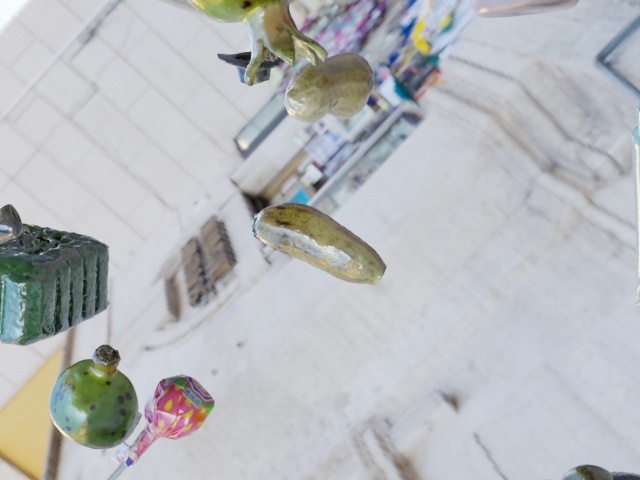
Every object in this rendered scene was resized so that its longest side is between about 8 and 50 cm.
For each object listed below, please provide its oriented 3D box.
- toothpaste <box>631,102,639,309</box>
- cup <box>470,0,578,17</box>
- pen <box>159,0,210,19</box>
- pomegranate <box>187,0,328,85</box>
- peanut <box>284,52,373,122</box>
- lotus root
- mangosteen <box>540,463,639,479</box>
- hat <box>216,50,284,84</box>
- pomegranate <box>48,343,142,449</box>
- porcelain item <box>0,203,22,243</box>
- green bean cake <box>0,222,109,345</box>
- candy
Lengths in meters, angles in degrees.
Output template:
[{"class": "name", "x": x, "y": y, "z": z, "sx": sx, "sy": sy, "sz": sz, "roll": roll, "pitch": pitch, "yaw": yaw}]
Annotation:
[{"class": "toothpaste", "x": 0.385, "y": -0.031, "z": 1.137, "sx": 0.048, "sy": 0.074, "sz": 0.297, "roll": -80, "pitch": -23, "yaw": -48}, {"class": "cup", "x": 0.300, "y": -0.460, "z": 1.600, "sx": 0.191, "sy": 0.201, "sz": 0.253, "roll": -10, "pitch": -169, "yaw": -30}, {"class": "pen", "x": -0.205, "y": -0.374, "z": 1.592, "sx": 0.026, "sy": 0.026, "sz": 0.218, "roll": 45, "pitch": -163, "yaw": 17}, {"class": "pomegranate", "x": -0.068, "y": -0.269, "z": 1.024, "sx": 0.220, "sy": 0.156, "sz": 0.156, "roll": 66, "pitch": -168, "yaw": 20}, {"class": "peanut", "x": 0.017, "y": -0.272, "z": 1.822, "sx": 0.110, "sy": 0.120, "sz": 0.236, "roll": 8, "pitch": -154, "yaw": 31}, {"class": "lotus root", "x": 0.000, "y": 0.000, "z": 1.784, "sx": 0.258, "sy": 0.097, "sz": 0.110, "roll": 25, "pitch": -156, "yaw": 8}, {"class": "mangosteen", "x": 0.444, "y": 0.498, "z": 1.547, "sx": 0.300, "sy": 0.300, "sz": 0.300, "roll": 43, "pitch": -175, "yaw": -4}, {"class": "hat", "x": -0.103, "y": -0.273, "z": 1.577, "sx": 0.121, "sy": 0.121, "sz": 0.050, "roll": -128, "pitch": 29, "yaw": -61}, {"class": "pomegranate", "x": -0.350, "y": 0.251, "z": 1.549, "sx": 0.143, "sy": 0.122, "sz": 0.169, "roll": 29, "pitch": 136, "yaw": 13}, {"class": "porcelain item", "x": -0.383, "y": 0.019, "z": 0.981, "sx": 0.069, "sy": 0.215, "sz": 0.081, "roll": 35, "pitch": -150, "yaw": -63}, {"class": "green bean cake", "x": -0.584, "y": 0.070, "z": 1.882, "sx": 0.300, "sy": 0.169, "sz": 0.308, "roll": 9, "pitch": -166, "yaw": 14}, {"class": "candy", "x": -0.349, "y": 0.404, "z": 1.882, "sx": 0.124, "sy": 0.365, "sz": 0.124, "roll": 35, "pitch": 159, "yaw": 15}]
